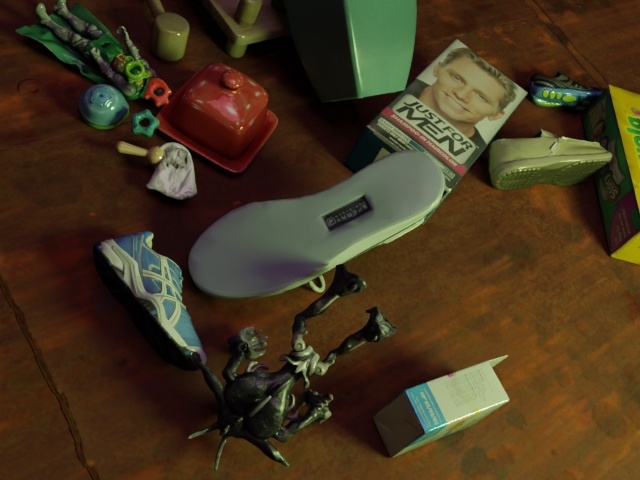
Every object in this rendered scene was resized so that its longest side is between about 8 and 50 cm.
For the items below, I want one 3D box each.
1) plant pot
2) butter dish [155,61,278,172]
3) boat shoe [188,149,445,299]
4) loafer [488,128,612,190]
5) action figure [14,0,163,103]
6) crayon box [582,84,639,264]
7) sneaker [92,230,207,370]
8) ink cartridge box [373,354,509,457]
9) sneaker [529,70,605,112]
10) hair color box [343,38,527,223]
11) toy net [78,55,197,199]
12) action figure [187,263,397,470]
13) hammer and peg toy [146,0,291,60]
[{"bbox_3d":[0.055,-0.352,1.186,0.165,0.165,0.234,-17,104,-35],"label":"plant pot"},{"bbox_3d":[-0.147,-0.211,1.113,0.160,0.118,0.160,30,50,-1],"label":"butter dish"},{"bbox_3d":[-0.002,-0.008,1.035,0.367,0.156,0.136,-26,73,-4],"label":"boat shoe"},{"bbox_3d":[0.421,-0.157,1.336,0.268,0.102,0.092,-6,67,-26],"label":"loafer"},{"bbox_3d":[-0.331,-0.288,1.125,0.232,0.063,0.137,38,48,-1],"label":"action figure"},{"bbox_3d":[0.695,-0.106,1.418,0.313,0.106,0.363,14,53,-14],"label":"crayon box"},{"bbox_3d":[-0.202,0.070,0.921,0.081,0.080,0.211,-29,74,-32],"label":"sneaker"},{"bbox_3d":[0.174,0.219,0.968,0.181,0.104,0.062,-12,64,-30],"label":"ink cartridge box"},{"bbox_3d":[0.518,-0.315,1.508,0.188,0.067,0.078,4,63,-18],"label":"sneaker"},{"bbox_3d":[0.209,-0.201,1.271,0.174,0.105,0.347,39,51,4],"label":"hair color box"},{"bbox_3d":[-0.248,-0.156,1.066,0.122,0.045,0.232,-38,84,-20],"label":"toy net"},{"bbox_3d":[-0.039,0.163,0.899,0.275,0.141,0.164,-40,87,-11],"label":"action figure"},{"bbox_3d":[-0.156,-0.451,1.266,0.361,0.127,0.266,-23,69,-34],"label":"hammer and peg toy"}]
